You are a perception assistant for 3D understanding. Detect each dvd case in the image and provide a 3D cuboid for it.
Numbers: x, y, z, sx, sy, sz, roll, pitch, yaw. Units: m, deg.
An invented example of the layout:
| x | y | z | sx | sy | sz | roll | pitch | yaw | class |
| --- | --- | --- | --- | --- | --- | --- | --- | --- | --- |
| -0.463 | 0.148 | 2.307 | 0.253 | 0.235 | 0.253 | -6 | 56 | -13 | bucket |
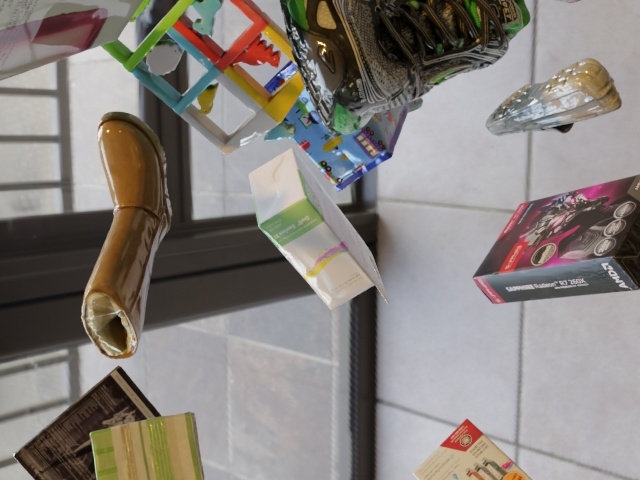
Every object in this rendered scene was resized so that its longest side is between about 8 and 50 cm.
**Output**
| x | y | z | sx | sy | sz | roll | pitch | yaw | class |
| --- | --- | --- | --- | --- | --- | --- | --- | --- | --- |
| -0.378 | 0.348 | 1.337 | 0.164 | 0.221 | 0.018 | 53 | 156 | -10 | dvd case |

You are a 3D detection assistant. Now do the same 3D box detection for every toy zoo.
| x | y | z | sx | sy | sz | roll | pitch | yaw | class |
| --- | --- | --- | --- | --- | --- | --- | --- | --- | --- |
| -0.141 | -0.244 | 1.075 | 0.293 | 0.030 | 0.192 | 40 | 119 | -20 | toy zoo |

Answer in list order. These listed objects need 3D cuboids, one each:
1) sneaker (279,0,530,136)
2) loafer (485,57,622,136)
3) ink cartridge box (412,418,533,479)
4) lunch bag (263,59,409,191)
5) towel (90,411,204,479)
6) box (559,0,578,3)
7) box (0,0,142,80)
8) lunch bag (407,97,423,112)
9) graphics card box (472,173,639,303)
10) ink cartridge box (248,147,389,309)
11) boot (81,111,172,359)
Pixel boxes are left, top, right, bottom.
| x | y | z | sx | sy | sz | roll | pitch | yaw | class |
| --- | --- | --- | --- | --- | --- | --- | --- | --- | --- |
| 0.081 | -0.188 | 0.661 | 0.146 | 0.343 | 0.134 | -11 | 107 | 32 | sneaker |
| 0.436 | -0.248 | 1.506 | 0.111 | 0.112 | 0.319 | 45 | 162 | -13 | loafer |
| 0.260 | 0.399 | 1.226 | 0.128 | 0.127 | 0.176 | -43 | 51 | -8 | ink cartridge box |
| 0.053 | -0.269 | 1.390 | 0.221 | 0.293 | 0.138 | 47 | 132 | -13 | lunch bag |
| -0.252 | 0.319 | 1.148 | 0.023 | 0.152 | 0.113 | 140 | 121 | -76 | towel |
| 0.452 | -0.566 | 1.488 | 0.036 | 0.114 | 0.207 | -158 | 75 | -72 | box |
| -0.221 | -0.206 | 0.526 | 0.148 | 0.232 | 0.127 | 40 | 118 | -2 | box |
| 0.073 | -0.308 | 1.696 | 0.224 | 0.279 | 0.108 | 9 | 117 | 47 | lunch bag |
| 0.490 | 0.003 | 1.528 | 0.094 | 0.233 | 0.371 | 47 | 153 | -17 | graphics card box |
| 0.000 | 0.000 | 1.672 | 0.119 | 0.353 | 0.207 | -31 | 35 | 11 | ink cartridge box |
| -0.272 | -0.013 | 1.084 | 0.089 | 0.269 | 0.236 | -7 | 130 | 9 | boot |
